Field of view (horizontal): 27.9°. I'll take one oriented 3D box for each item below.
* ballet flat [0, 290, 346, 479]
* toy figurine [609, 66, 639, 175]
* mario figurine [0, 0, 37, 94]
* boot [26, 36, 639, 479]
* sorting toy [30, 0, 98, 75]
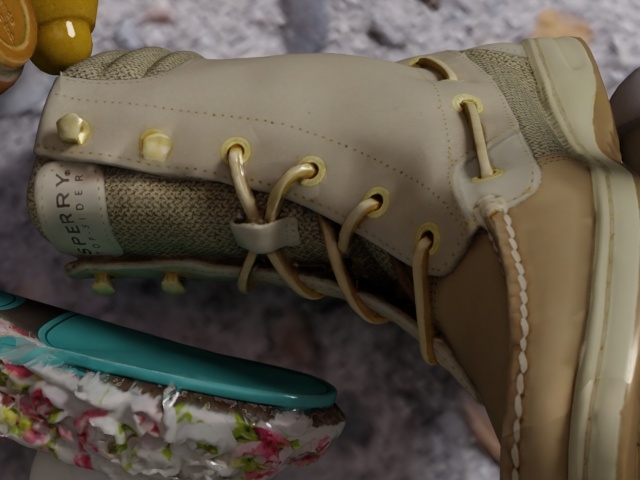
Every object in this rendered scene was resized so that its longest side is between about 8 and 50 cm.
[{"bbox_3d":[-0.111,0.058,0.467,0.241,0.091,0.077,14,96,12],"label":"ballet flat"},{"bbox_3d":[0.211,-0.025,0.421,0.213,0.209,0.148,-4,75,-3],"label":"toy figurine"},{"bbox_3d":[-0.243,-0.049,0.469,0.321,0.198,0.170,-16,96,13],"label":"mario figurine"},{"bbox_3d":[0.000,0.000,0.431,0.203,0.095,0.262,2,32,3],"label":"boot"},{"bbox_3d":[-0.006,-0.163,0.548,0.366,0.127,0.126,-18,76,-6],"label":"sorting toy"}]
